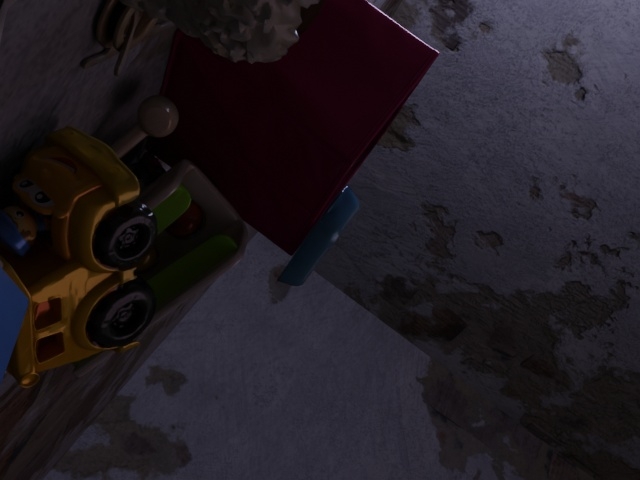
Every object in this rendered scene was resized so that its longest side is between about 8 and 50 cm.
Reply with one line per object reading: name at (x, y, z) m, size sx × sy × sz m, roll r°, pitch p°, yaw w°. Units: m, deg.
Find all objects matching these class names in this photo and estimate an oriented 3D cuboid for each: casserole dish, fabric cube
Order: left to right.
fabric cube at (-0.045, -0.186, 1.047) m, size 0.254 × 0.258 × 0.259 m, roll -54°, pitch 180°, yaw -34°
casserole dish at (0.000, 0.000, 1.073) m, size 0.114 × 0.037 × 0.188 m, roll -52°, pitch 179°, yaw -40°

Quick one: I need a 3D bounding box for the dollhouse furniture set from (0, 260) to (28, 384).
dollhouse furniture set at (-0.369, 0.093, 0.428) m, size 0.286 × 0.198 × 0.303 m, roll -15°, pitch -141°, yaw 13°

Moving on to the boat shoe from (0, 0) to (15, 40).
boat shoe at (-0.215, -0.145, 0.482) m, size 0.125 × 0.038 × 0.046 m, roll -47°, pitch -134°, yaw 41°

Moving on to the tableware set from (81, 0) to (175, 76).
tableware set at (-0.148, -0.231, 0.753) m, size 0.128 × 0.039 × 0.194 m, roll -54°, pitch 180°, yaw 37°

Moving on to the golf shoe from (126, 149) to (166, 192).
golf shoe at (-0.258, -0.064, 1.105) m, size 0.086 × 0.067 × 0.186 m, roll -34°, pitch 167°, yaw -13°

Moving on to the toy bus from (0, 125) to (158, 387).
toy bus at (-0.280, 0.026, 0.731) m, size 0.211 × 0.149 × 0.220 m, roll -24°, pitch 138°, yaw -40°

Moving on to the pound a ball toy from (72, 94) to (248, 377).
pound a ball toy at (-0.240, -0.013, 0.943) m, size 0.319 × 0.208 × 0.136 m, roll -36°, pitch -161°, yaw 12°

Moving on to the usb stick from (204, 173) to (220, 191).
usb stick at (-0.253, -0.006, 1.061) m, size 0.278 × 0.045 × 0.077 m, roll -36°, pitch 142°, yaw 23°

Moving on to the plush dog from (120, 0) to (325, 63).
plush dog at (-0.084, -0.244, 0.368) m, size 0.263 × 0.210 × 0.225 m, roll -95°, pitch -164°, yaw -46°
